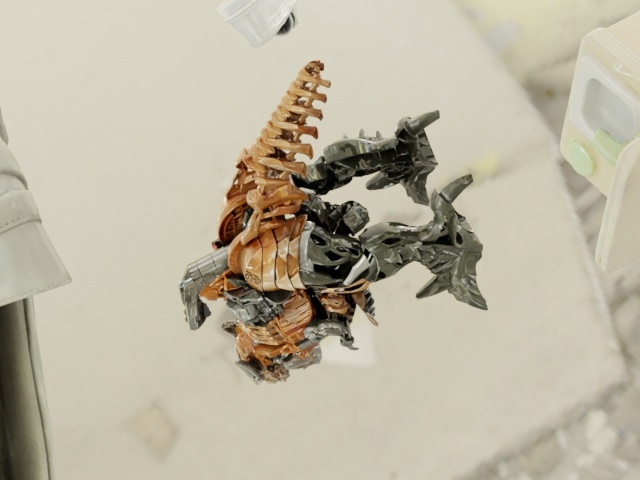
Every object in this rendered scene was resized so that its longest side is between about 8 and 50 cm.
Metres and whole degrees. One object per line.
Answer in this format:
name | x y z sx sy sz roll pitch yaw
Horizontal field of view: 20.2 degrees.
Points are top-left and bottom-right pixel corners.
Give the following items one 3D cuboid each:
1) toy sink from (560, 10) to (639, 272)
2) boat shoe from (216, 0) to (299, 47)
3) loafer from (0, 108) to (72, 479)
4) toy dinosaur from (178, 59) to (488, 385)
toy sink | 0.290 -0.106 1.506 0.234 0.153 0.131 -30 57 -23
boat shoe | -0.050 -0.228 1.758 0.066 0.063 0.184 -32 9 11
loafer | -0.155 0.002 0.750 0.111 0.319 0.112 4 15 22
toy dinosaur | 0.000 0.000 1.351 0.218 0.322 0.164 -13 73 -11
